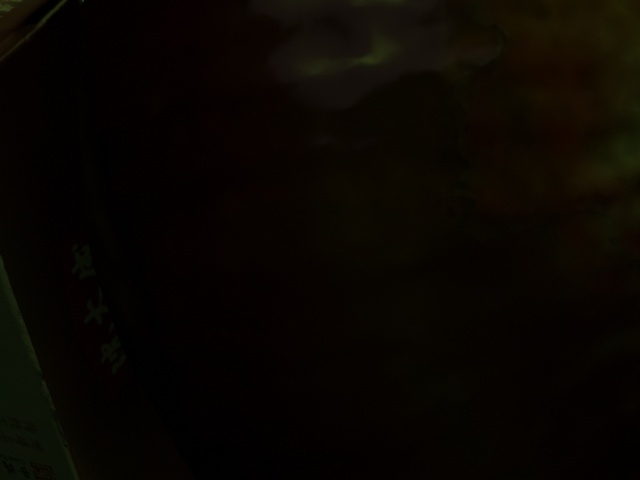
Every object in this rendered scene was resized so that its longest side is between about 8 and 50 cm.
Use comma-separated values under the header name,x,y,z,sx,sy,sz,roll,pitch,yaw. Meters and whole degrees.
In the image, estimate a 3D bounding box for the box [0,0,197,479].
name,x,y,z,sx,sy,sz,roll,pitch,yaw
box,-0.285,0.008,1.109,0.385,0.344,0.122,10,41,30

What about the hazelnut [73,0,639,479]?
name,x,y,z,sx,sy,sz,roll,pitch,yaw
hazelnut,0.066,-0.016,0.946,0.402,0.429,0.402,-15,30,9
